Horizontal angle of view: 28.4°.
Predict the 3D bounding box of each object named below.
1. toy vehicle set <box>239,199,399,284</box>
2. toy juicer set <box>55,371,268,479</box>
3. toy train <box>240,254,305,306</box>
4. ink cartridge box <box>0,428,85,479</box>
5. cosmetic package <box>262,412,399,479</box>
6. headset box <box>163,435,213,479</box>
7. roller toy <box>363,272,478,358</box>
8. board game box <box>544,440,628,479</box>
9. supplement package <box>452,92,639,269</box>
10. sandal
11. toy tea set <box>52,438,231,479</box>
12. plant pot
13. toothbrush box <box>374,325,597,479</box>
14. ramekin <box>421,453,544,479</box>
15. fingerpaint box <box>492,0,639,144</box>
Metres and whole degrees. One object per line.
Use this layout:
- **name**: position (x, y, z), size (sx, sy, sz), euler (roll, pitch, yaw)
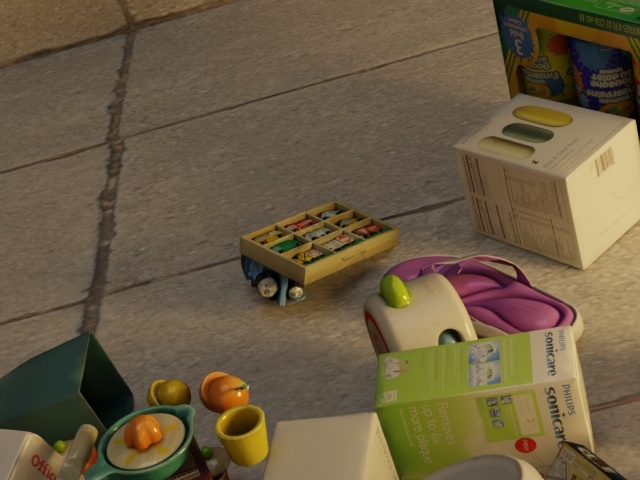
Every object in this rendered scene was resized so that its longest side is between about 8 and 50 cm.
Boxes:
- **toy vehicle set**: position (0.000, 0.000, 2.348), size (0.166, 0.035, 0.267), euler (25, 32, 35)
- **toy juicer set**: position (-0.242, 0.257, 1.739), size (0.329, 0.089, 0.209), euler (-17, 32, -3)
- **toy train**: position (-0.086, 0.057, 2.349), size (0.105, 0.080, 0.184), euler (0, 26, -14)
- **ink cartridge box**: position (-0.459, 0.436, 1.803), size (0.117, 0.207, 0.283), euler (3, 57, 26)
- **cosmetic package**: position (0.006, 0.433, 1.646), size (0.156, 0.217, 0.385), euler (-7, 36, 17)
- **headset box**: position (-0.160, 0.433, 1.720), size (0.110, 0.218, 0.293), euler (-23, 32, -9)
- **roller toy**: position (0.165, 0.154, 1.965), size (0.146, 0.209, 0.191), euler (-21, 66, -7)
- **board game box**: position (0.361, 0.387, 1.600), size (0.243, 0.042, 0.165), euler (39, 108, 52)
- **supplement package**: position (0.412, -0.112, 2.261), size (0.199, 0.198, 0.262), euler (-38, 37, -26)
- **sandal**: position (0.267, 0.079, 2.139), size (0.416, 0.102, 0.169), euler (17, 47, 43)
- **toy tea set**: position (-0.302, 0.366, 1.975), size (0.336, 0.124, 0.200), euler (-17, 33, 2)
- **plant pot**: position (-0.461, 0.298, 2.133), size (0.234, 0.165, 0.166), euler (-21, 32, 10)
- **toothbrush box**: position (0.238, 0.253, 1.800), size (0.283, 0.206, 0.122), euler (-10, 33, 12)
- **ramekin**: position (0.185, 0.377, 1.563), size (0.272, 0.127, 0.273), euler (-28, 12, 7)
- **fingerpaint box**: position (0.537, -0.285, 2.297), size (0.163, 0.371, 0.445), euler (-32, 36, -24)
